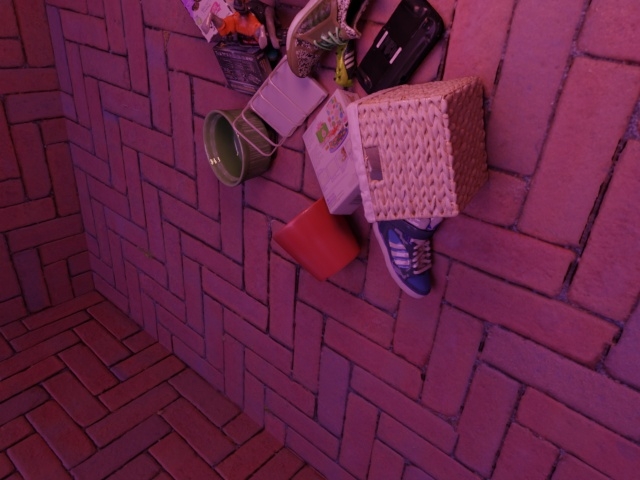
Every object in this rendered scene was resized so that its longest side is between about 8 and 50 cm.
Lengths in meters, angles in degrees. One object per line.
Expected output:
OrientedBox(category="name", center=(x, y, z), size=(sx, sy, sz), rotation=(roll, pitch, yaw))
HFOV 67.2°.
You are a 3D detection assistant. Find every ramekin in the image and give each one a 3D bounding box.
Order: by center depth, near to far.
OrientedBox(category="ramekin", center=(-0.329, -0.377, 1.918), size=(0.303, 0.148, 0.303), rotation=(29, 130, 42))

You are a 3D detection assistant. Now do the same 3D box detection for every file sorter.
OrientedBox(category="file sorter", center=(-0.148, -0.458, 1.679), size=(0.193, 0.173, 0.277), rotation=(40, 137, -14))

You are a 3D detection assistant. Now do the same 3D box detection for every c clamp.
OrientedBox(category="c clamp", center=(-0.220, -0.412, 1.924), size=(0.137, 0.022, 0.161), rotation=(15, 117, 32))

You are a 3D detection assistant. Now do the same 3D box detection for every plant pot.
OrientedBox(category="plant pot", center=(0.000, 0.000, 1.753), size=(0.243, 0.275, 0.275), rotation=(53, 136, -2))

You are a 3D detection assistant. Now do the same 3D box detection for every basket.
OrientedBox(category="basket", center=(0.278, -0.250, 1.305), size=(0.266, 0.331, 0.328), rotation=(2, 114, 33))

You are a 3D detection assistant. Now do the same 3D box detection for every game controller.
OrientedBox(category="game controller", center=(0.223, -0.556, 1.424), size=(0.319, 0.067, 0.166), rotation=(-49, 60, 43))

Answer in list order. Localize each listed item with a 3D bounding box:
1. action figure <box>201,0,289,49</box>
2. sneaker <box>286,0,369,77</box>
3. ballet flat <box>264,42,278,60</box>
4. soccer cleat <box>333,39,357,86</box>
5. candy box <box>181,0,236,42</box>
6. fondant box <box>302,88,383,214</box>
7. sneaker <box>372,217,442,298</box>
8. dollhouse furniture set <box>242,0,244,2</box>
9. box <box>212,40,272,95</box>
OrientedBox(category="action figure", center=(-0.186, -0.712, 1.570), size=(0.341, 0.330, 0.179), rotation=(4, 122, 8))
OrientedBox(category="sneaker", center=(0.037, -0.642, 1.448), size=(0.182, 0.158, 0.410), rotation=(56, 133, 21))
OrientedBox(category="ballet flat", center=(-0.228, -0.708, 1.763), size=(0.203, 0.074, 0.074), rotation=(43, 133, 12))
OrientedBox(category="soccer cleat", center=(0.086, -0.578, 1.534), size=(0.060, 0.072, 0.179), rotation=(12, 96, 53))
OrientedBox(category="candy box", center=(-0.386, -0.834, 1.701), size=(0.164, 0.070, 0.196), rotation=(-29, 97, 39))
OrientedBox(category="fondant box", center=(0.077, -0.285, 1.572), size=(0.238, 0.096, 0.330), rotation=(-45, 56, 45))
OrientedBox(category="sneaker", center=(0.316, 0.012, 1.539), size=(0.236, 0.130, 0.323), rotation=(-36, 78, 50))
OrientedBox(category="dollhouse furniture set", center=(-0.389, -0.921, 1.792), size=(0.259, 0.135, 0.262), rotation=(26, 126, 18))
OrientedBox(category="box", center=(-0.275, -0.633, 1.789), size=(0.231, 0.056, 0.183), rotation=(24, 152, 34))
